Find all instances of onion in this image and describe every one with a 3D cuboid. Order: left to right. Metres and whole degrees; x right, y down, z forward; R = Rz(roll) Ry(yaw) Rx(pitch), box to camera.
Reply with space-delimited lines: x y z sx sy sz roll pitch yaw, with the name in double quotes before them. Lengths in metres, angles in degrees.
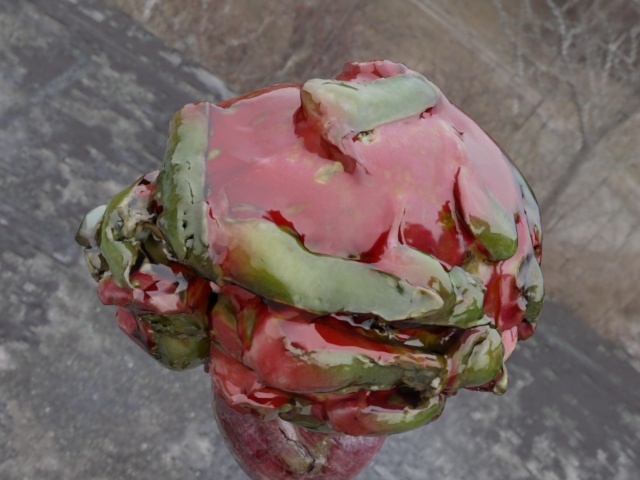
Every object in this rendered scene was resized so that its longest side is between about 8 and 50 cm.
"onion" -0.061 0.196 1.372 0.283 0.227 0.120 47 27 5

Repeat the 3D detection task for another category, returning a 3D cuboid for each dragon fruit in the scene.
"dragon fruit" 0.003 0.011 0.698 0.303 0.231 0.237 8 63 -46
